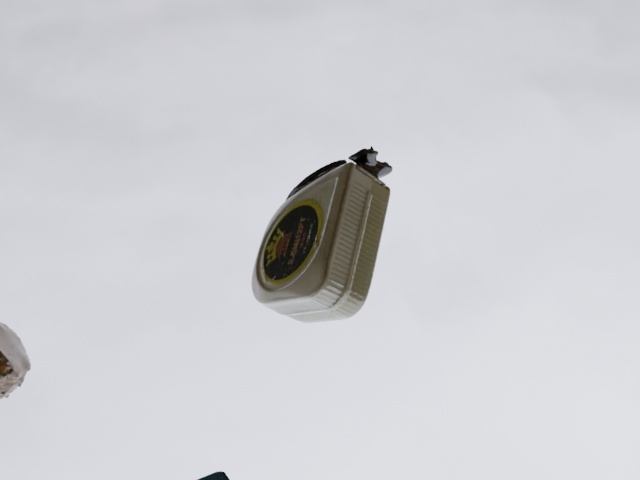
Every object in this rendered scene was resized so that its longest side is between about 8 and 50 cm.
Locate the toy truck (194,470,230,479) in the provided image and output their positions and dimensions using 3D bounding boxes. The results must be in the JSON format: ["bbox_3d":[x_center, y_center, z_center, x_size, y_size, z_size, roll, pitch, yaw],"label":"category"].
[{"bbox_3d":[-0.085,0.450,0.699,0.161,0.162,0.385,-21,-142,-26],"label":"toy truck"}]

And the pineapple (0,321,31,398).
[{"bbox_3d":[-0.644,0.255,1.014,0.310,0.170,0.141,-35,-123,-7],"label":"pineapple"}]

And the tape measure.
[{"bbox_3d":[0.000,0.000,1.041,0.231,0.133,0.271,-13,-123,50],"label":"tape measure"}]
